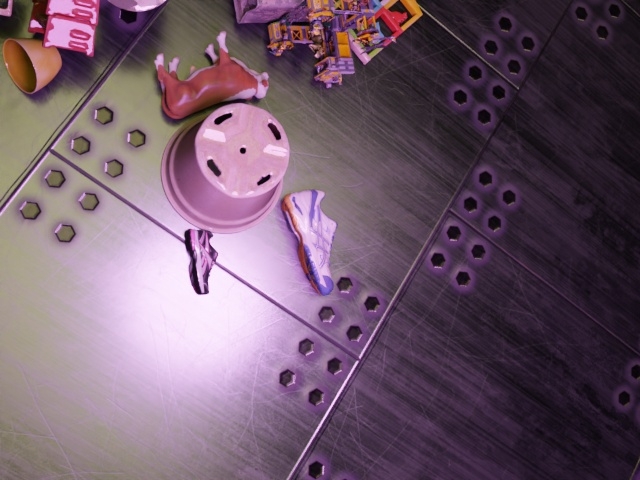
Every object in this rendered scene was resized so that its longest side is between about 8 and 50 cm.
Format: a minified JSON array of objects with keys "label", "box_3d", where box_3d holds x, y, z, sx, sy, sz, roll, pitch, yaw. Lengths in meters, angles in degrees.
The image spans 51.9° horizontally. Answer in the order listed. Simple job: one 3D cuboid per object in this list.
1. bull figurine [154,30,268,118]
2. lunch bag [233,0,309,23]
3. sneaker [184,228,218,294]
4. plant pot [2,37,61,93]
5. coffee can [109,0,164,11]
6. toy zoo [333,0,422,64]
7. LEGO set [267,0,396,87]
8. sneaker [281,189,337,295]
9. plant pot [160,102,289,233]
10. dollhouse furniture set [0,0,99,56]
[{"label":"bull figurine","box_3d":[-0.287,-0.435,1.757,0.310,0.101,0.189,-25,89,-20]},{"label":"lunch bag","box_3d":[-0.127,-0.753,1.788,0.235,0.169,0.287,-13,94,-29]},{"label":"sneaker","box_3d":[-0.302,0.054,1.727,0.077,0.072,0.178,-7,93,-29]},{"label":"plant pot","box_3d":[-0.699,-0.441,1.621,0.095,0.134,0.134,-36,97,-42]},{"label":"coffee can","box_3d":[-0.459,-0.672,1.597,0.201,0.275,0.202,-7,114,-16]},{"label":"toy zoo","box_3d":[0.175,-0.687,1.960,0.293,0.030,0.192,-43,98,-16]},{"label":"LEGO set","box_3d":[0.015,-0.522,1.766,0.254,0.331,0.192,-9,90,-38]},{"label":"sneaker","box_3d":[0.000,0.000,1.803,0.130,0.112,0.297,-18,92,-19]},{"label":"plant pot","box_3d":[-0.219,-0.194,1.648,0.333,0.305,0.334,1,85,-17]},{"label":"dollhouse furniture set","box_3d":[-0.719,-0.552,1.508,0.374,0.201,0.152,4,113,-33]}]
